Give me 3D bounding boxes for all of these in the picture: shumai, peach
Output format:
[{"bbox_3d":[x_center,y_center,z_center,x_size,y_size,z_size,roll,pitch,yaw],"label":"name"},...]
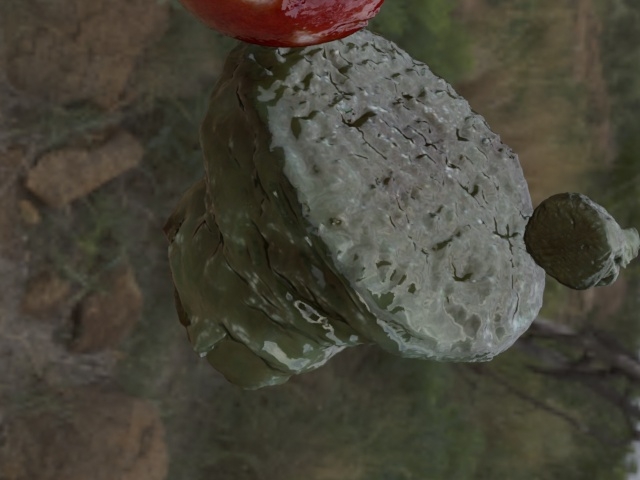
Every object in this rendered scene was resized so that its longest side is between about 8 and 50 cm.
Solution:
[{"bbox_3d":[0.210,-0.003,0.959,0.080,0.083,0.082,-20,86,-39],"label":"shumai"},{"bbox_3d":[-0.032,-0.163,0.669,0.118,0.151,0.151,-59,153,-42],"label":"peach"},{"bbox_3d":[0.000,0.000,1.256,0.324,0.323,0.397,-14,67,-49],"label":"shumai"}]
